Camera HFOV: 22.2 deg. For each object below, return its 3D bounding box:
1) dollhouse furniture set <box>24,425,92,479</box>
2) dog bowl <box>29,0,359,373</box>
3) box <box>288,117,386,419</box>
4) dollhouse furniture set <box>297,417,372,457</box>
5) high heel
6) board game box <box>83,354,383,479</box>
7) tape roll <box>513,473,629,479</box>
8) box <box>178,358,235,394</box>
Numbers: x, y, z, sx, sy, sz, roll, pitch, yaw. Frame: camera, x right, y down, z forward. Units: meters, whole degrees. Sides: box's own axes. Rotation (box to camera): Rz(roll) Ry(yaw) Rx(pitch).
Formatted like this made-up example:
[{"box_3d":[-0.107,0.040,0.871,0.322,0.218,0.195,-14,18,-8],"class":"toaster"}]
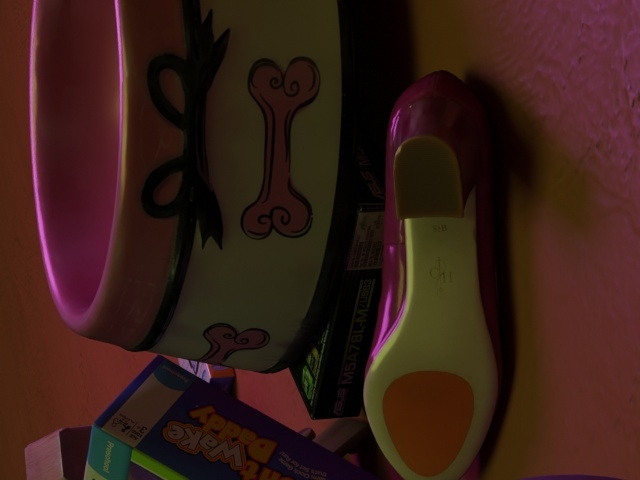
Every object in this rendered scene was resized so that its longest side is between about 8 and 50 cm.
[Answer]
[{"box_3d":[-0.147,0.339,1.402,0.303,0.174,0.355,150,115,-63],"class":"dollhouse furniture set"},{"box_3d":[-0.113,-0.101,1.194,0.408,0.150,0.407,178,90,-70],"class":"dog bowl"},{"box_3d":[0.000,0.000,1.173,0.184,0.045,0.190,-119,33,-48],"class":"box"},{"box_3d":[0.007,0.226,1.211,0.151,0.123,0.144,54,165,-10],"class":"dollhouse furniture set"},{"box_3d":[0.068,0.024,0.966,0.117,0.082,0.244,-68,-27,-62],"class":"high heel"},{"box_3d":[-0.055,0.267,1.102,0.078,0.233,0.347,-48,-20,-45],"class":"board game box"},{"box_3d":[0.092,0.227,0.574,0.090,0.275,0.274,-153,62,-70],"class":"tape roll"},{"box_3d":[-0.110,0.115,1.543,0.081,0.028,0.136,106,151,-44],"class":"box"}]
